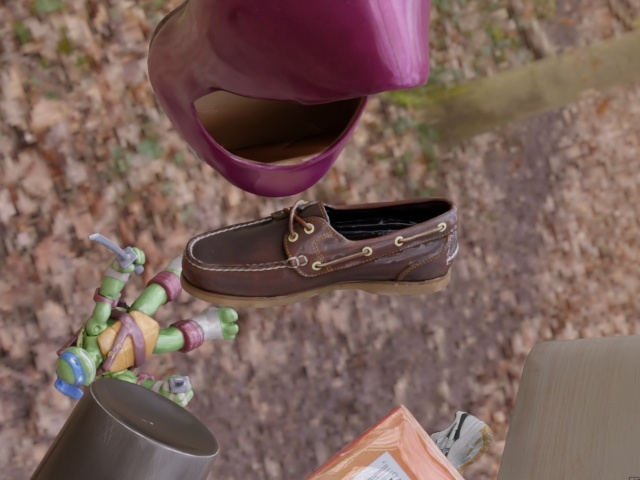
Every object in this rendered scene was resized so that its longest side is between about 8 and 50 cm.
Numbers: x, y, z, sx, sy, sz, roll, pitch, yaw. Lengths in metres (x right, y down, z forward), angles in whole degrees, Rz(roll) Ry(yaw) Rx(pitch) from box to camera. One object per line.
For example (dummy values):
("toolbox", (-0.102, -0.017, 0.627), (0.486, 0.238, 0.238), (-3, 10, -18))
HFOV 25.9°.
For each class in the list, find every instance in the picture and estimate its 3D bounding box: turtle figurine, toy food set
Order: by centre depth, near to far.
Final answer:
("toy food set", (0.231, 0.189, 0.927), (0.092, 0.220, 0.306), (51, 45, -39))
("turtle figurine", (-0.203, 0.107, 1.823), (0.198, 0.274, 0.266), (42, 37, 13))

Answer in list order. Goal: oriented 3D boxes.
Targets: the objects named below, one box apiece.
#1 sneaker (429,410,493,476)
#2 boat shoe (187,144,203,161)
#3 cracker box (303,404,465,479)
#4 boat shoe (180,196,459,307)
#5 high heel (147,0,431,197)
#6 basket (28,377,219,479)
("sneaker", (0.090, 0.164, 1.038), (0.037, 0.083, 0.032), (39, -11, 40))
("boat shoe", (-0.038, -0.138, 1.231), (0.078, 0.219, 0.070), (16, 36, -47))
("cracker box", (0.018, 0.191, 0.616), (0.067, 0.232, 0.155), (-33, 78, -35))
("boat shoe", (0.000, 0.000, 1.018), (0.073, 0.207, 0.073), (-108, -163, -47))
("high heel", (-0.012, -0.062, 0.691), (0.377, 0.127, 0.181), (80, -10, -67))
("basket", (-0.197, 0.248, 1.217), (0.154, 0.227, 0.204), (26, 8, -20))
